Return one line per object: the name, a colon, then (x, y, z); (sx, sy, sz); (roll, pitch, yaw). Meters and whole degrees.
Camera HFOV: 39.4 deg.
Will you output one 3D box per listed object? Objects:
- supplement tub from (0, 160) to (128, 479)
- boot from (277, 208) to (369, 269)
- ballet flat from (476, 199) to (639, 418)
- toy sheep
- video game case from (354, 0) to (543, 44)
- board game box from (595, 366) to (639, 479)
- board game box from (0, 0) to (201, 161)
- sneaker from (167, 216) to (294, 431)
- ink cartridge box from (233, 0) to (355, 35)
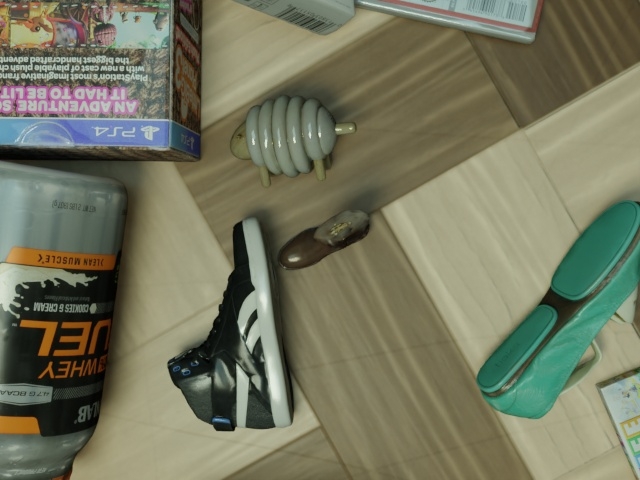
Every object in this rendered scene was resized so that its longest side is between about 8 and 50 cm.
supplement tub: (-0.300, 0.083, 0.863); (0.193, 0.193, 0.316); (8, 92, 4)
boot: (0.000, 0.000, 0.878); (0.106, 0.114, 0.037); (-27, 88, 4)
ballet flat: (0.257, 0.076, 0.888); (0.087, 0.083, 0.247); (36, 93, -21)
toy sheep: (-0.028, -0.103, 0.896); (0.132, 0.091, 0.091); (-7, 90, 10)
video game case: (0.150, -0.360, 0.909); (0.204, 0.025, 0.285); (13, 92, 4)
board game box: (0.357, 0.198, 0.899); (0.103, 0.026, 0.154); (-24, 89, 5)
board game box: (-0.241, -0.228, 0.880); (0.232, 0.141, 0.291); (2, 91, 4)
sneaker: (-0.100, 0.090, 0.904); (0.121, 0.079, 0.217); (-8, 91, 3)
ink cartridge box: (-0.054, -0.333, 0.857); (0.066, 0.189, 0.232); (-22, 69, 41)
